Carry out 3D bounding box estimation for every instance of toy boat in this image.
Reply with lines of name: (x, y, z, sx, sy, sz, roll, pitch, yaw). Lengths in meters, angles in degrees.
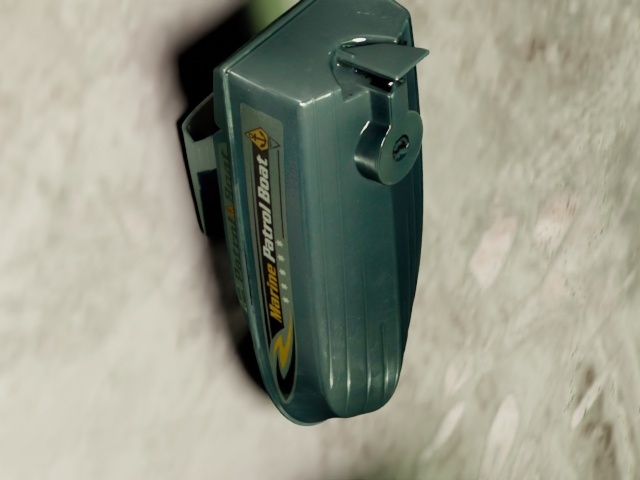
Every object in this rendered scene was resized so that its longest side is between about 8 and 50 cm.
toy boat: (0.000, 0.000, 0.461, 0.055, 0.060, 0.141, -43, 144, -35)
